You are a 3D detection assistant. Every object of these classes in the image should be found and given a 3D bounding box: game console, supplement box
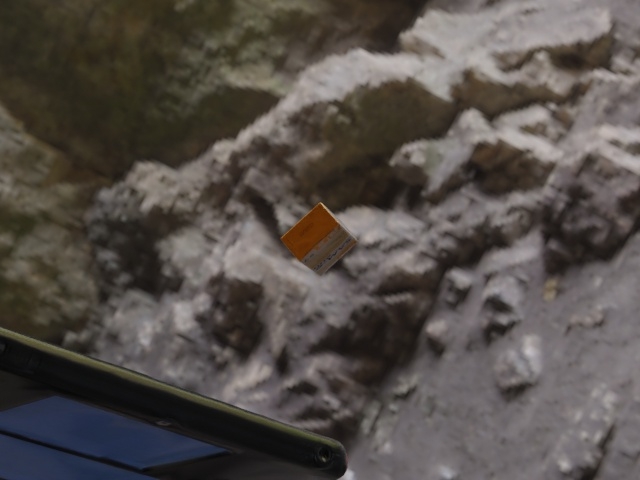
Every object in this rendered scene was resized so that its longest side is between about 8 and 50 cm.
[{"bbox_3d":[-0.222,0.161,1.144,0.342,0.386,0.060,-14,61,46],"label":"game console"},{"bbox_3d":[0.000,0.000,1.524,0.062,0.036,0.098,-43,-18,3],"label":"supplement box"}]
